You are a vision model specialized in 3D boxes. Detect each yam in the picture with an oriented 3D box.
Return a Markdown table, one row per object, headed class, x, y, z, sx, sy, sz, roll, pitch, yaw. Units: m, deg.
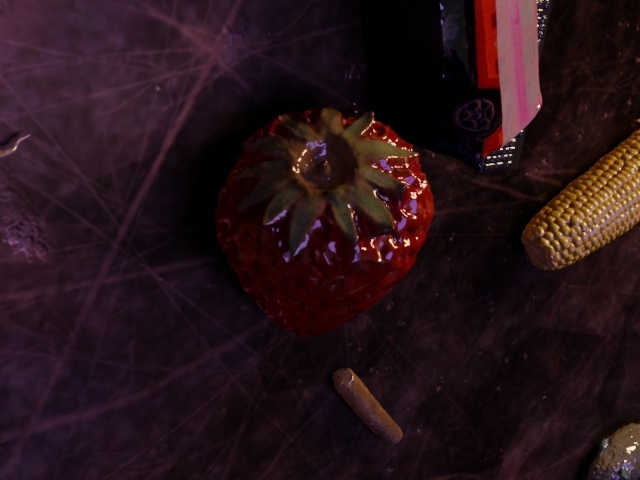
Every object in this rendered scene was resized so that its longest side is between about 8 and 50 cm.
| class | x | y | z | sx | sy | sz | roll | pitch | yaw |
| --- | --- | --- | --- | --- | --- | --- | --- | --- | --- |
| yam | 0.054 | 0.189 | 1.472 | 0.032 | 0.032 | 0.145 | -49 | 137 | -10 |

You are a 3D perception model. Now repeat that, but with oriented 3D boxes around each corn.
| class | x | y | z | sx | sy | sz | roll | pitch | yaw |
| --- | --- | --- | --- | --- | --- | --- | --- | --- | --- |
| corn | 0.350 | -0.054 | 1.571 | 0.260 | 0.091 | 0.091 | -35 | 135 | -18 |

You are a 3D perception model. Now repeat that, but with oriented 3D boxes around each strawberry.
| class | x | y | z | sx | sy | sz | roll | pitch | yaw |
| --- | --- | --- | --- | --- | --- | --- | --- | --- | --- |
| strawberry | 0.000 | 0.000 | 1.234 | 0.205 | 0.205 | 0.244 | -37 | 155 | -22 |

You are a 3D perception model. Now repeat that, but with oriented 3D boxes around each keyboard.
| class | x | y | z | sx | sy | sz | roll | pitch | yaw |
| --- | --- | --- | --- | --- | --- | --- | --- | --- | --- |
| keyboard | 0.214 | -0.169 | 1.436 | 0.063 | 0.010 | 0.198 | -10 | 119 | -37 |

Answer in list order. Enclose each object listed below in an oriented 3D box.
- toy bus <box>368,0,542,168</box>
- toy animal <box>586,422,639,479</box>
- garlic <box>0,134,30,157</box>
| class | x | y | z | sx | sy | sz | roll | pitch | yaw |
| --- | --- | --- | --- | --- | --- | --- | --- | --- | --- |
| toy bus | 0.125 | -0.227 | 1.239 | 0.147 | 0.127 | 0.303 | -31 | 129 | -33 |
| toy animal | 0.470 | 0.270 | 1.882 | 0.253 | 0.070 | 0.079 | -48 | 152 | -16 |
| garlic | -0.315 | -0.089 | 0.934 | 0.266 | 0.148 | 0.129 | -14 | 85 | -33 |
